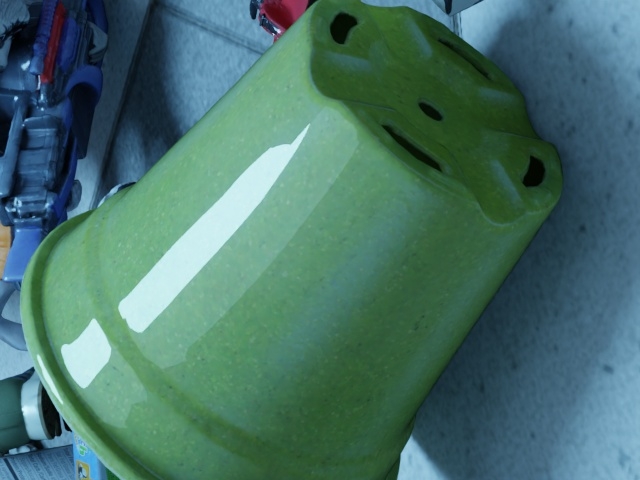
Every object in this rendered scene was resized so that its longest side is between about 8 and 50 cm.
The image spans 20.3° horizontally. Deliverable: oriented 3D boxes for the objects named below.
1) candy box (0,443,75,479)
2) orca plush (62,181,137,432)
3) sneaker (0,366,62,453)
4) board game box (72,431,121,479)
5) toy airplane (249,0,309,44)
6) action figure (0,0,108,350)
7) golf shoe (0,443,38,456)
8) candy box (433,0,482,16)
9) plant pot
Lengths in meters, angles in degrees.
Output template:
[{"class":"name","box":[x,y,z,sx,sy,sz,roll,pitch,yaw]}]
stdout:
[{"class":"candy box","box":[-0.294,0.270,1.452,0.087,0.316,0.183,52,134,36]},{"class":"orca plush","box":[-0.146,0.067,1.405,0.102,0.151,0.287,35,131,7]},{"class":"sneaker","box":[-0.260,0.140,1.463,0.192,0.086,0.064,160,99,-84]},{"class":"board game box","box":[-0.104,0.116,1.295,0.039,0.160,0.212,0,95,53]},{"class":"toy airplane","box":[-0.015,-0.135,1.247,0.151,0.028,0.151,15,109,54]},{"class":"action figure","box":[-0.268,-0.062,1.422,0.341,0.178,0.330,-86,1,-47]},{"class":"golf shoe","box":[-0.283,0.217,1.641,0.198,0.077,0.094,-10,86,54]},{"class":"candy box","box":[0.052,-0.255,1.029,0.165,0.070,0.196,50,161,39]},{"class":"plant pot","box":[0.000,0.000,1.074,0.254,0.276,0.276,-51,53,31]}]
